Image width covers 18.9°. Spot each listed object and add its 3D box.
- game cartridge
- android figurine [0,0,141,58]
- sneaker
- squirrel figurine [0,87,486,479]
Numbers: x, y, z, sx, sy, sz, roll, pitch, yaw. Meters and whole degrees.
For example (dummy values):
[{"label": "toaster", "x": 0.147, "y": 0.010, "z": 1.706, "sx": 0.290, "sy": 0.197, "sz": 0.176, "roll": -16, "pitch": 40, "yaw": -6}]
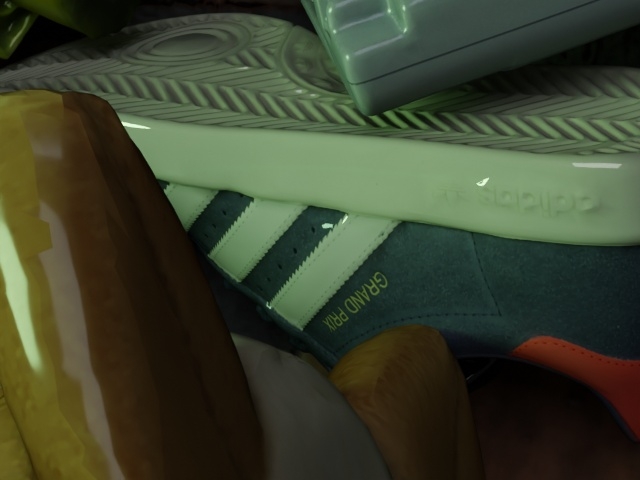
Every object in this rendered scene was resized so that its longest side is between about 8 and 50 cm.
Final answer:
[{"label": "game cartridge", "x": 0.073, "y": -0.156, "z": 0.812, "sx": 0.196, "sy": 0.060, "sz": 0.294, "roll": -23, "pitch": 31, "yaw": 1}, {"label": "android figurine", "x": -0.165, "y": -0.186, "z": 0.894, "sx": 0.273, "sy": 0.056, "sz": 0.248, "roll": 28, "pitch": 79, "yaw": 36}, {"label": "sneaker", "x": 0.000, "y": 0.000, "z": 0.796, "sx": 0.350, "sy": 0.148, "sz": 0.131, "roll": 13, "pitch": 32, "yaw": 35}, {"label": "squirrel figurine", "x": -0.140, "y": 0.199, "z": 0.617, "sx": 0.370, "sy": 0.281, "sz": 0.397, "roll": -17, "pitch": 72, "yaw": 20}]
